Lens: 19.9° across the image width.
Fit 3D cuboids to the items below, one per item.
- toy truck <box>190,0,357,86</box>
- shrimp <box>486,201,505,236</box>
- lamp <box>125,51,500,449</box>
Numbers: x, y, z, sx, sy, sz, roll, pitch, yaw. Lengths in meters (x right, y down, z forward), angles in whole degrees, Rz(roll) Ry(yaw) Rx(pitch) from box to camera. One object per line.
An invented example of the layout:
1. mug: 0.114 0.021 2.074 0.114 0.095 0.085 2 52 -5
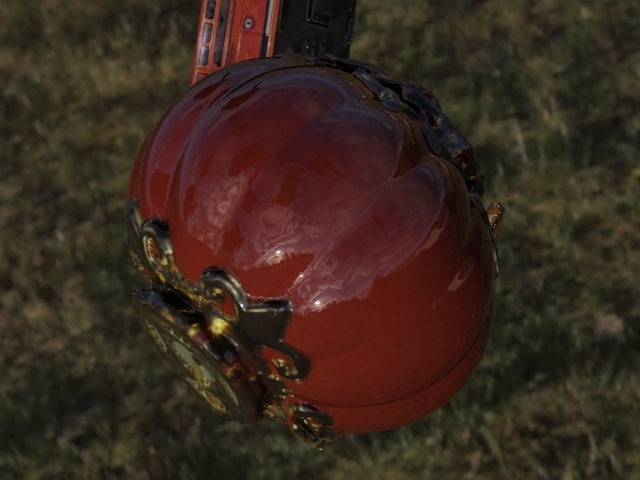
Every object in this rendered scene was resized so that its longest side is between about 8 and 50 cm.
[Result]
1. toy truck: -0.036 -0.145 1.422 0.114 0.253 0.107 11 4 33
2. shrimp: 0.101 -0.019 1.443 0.091 0.127 0.025 -27 50 -4
3. lamp: 0.000 0.000 1.012 0.227 0.227 0.227 -12 39 10
